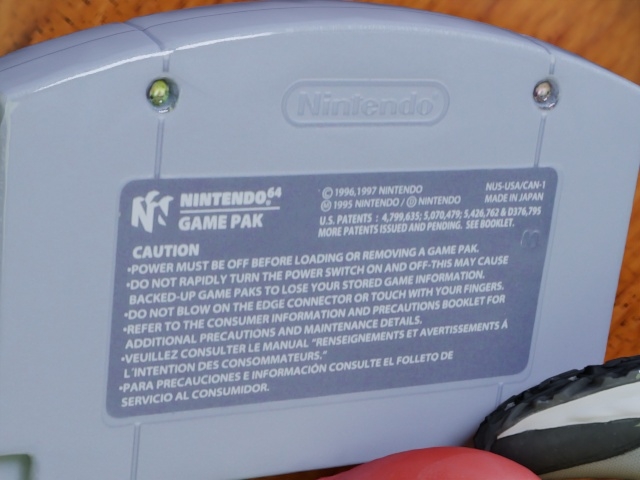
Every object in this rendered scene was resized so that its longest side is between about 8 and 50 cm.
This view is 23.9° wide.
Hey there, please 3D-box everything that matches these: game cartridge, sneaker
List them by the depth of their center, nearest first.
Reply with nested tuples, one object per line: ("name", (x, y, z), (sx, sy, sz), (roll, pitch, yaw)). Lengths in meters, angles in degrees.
("sneaker", (0.200, 0.096, 0.627), (0.271, 0.100, 0.108), (1, 88, 3))
("game cartridge", (0.000, 0.000, 0.628), (0.294, 0.060, 0.196), (-3, 114, -28))

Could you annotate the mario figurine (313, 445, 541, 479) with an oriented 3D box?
("mario figurine", (0.047, 0.227, 0.643), (0.170, 0.198, 0.321), (-9, 130, -33))
